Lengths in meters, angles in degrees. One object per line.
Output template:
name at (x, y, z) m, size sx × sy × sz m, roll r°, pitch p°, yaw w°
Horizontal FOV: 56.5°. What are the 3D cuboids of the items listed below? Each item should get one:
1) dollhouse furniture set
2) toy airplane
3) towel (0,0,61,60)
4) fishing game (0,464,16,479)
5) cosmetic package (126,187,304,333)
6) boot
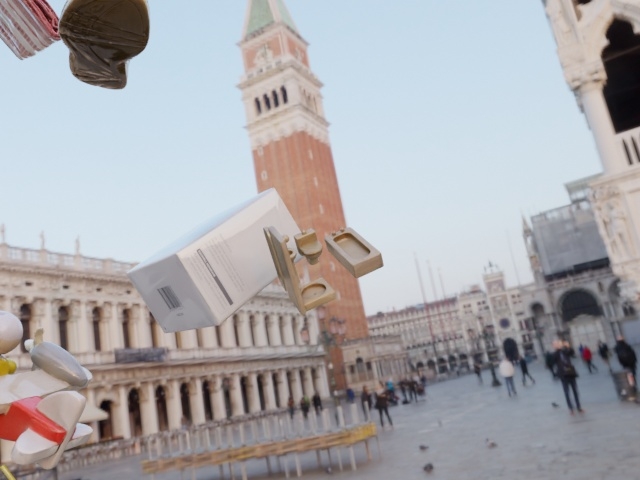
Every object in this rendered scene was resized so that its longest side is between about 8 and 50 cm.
dollhouse furniture set at (0.000, 0.000, 0.899) m, size 0.151 × 0.123 × 0.144 m, roll -23°, pitch 29°, yaw -13°
toy airplane at (-0.613, 0.274, 1.138) m, size 0.384 × 0.273 × 0.386 m, roll 9°, pitch -5°, yaw -29°
towel at (-0.592, -0.453, 1.093) m, size 0.037 × 0.237 × 0.328 m, roll -46°, pitch 31°, yaw -22°
fishing game at (-0.491, 0.423, 0.797) m, size 0.041 × 0.189 × 0.264 m, roll -36°, pitch 6°, yaw 20°
cosmetic package at (-0.180, 0.037, 1.043) m, size 0.224 × 0.138 × 0.224 m, roll -37°, pitch 12°, yaw -37°
boot at (-0.244, -0.316, 0.714) m, size 0.095 × 0.204 × 0.262 m, roll 10°, pitch -9°, yaw -20°
